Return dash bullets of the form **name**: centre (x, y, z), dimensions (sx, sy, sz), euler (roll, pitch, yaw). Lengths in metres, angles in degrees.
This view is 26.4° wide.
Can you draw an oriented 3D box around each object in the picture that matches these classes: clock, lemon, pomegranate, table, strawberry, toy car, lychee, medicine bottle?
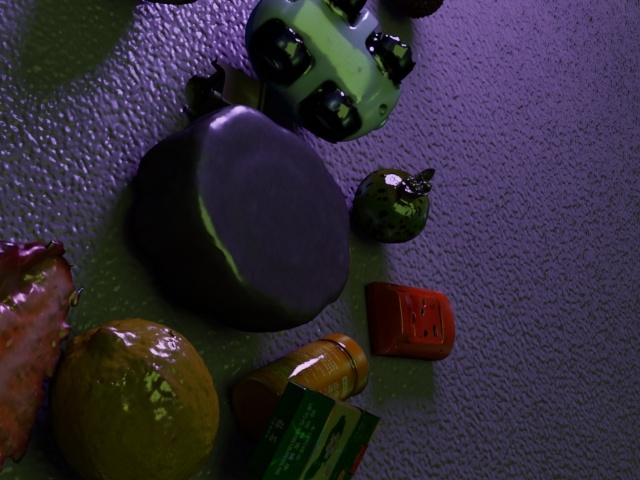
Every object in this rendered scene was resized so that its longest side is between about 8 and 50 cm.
- **clock**: centre (0.144, 0.123, 2.104), dimensions (0.155, 0.061, 0.113), euler (11, 68, -48)
- **lemon**: centre (-0.215, 0.193, 1.580), dimensions (0.192, 0.192, 0.231), euler (-57, 137, -42)
- **pomegranate**: centre (0.119, -0.061, 2.073), dimensions (0.122, 0.161, 0.122), euler (17, 55, -26)
- **table**: centre (-0.135, -0.193, 1.890), dimensions (0.082, 0.083, 0.070), euler (27, 54, -32)
- **strawberry**: centre (-0.399, 0.088, 1.457), dimensions (0.253, 0.150, 0.280), euler (60, 35, -45)
- **toy car**: centre (-0.004, -0.260, 1.981), dimensions (0.255, 0.190, 0.188), euler (48, 69, -19)
- **lychee**: centre (0.163, -0.436, 2.280), dimensions (0.123, 0.123, 0.129), euler (4, 109, -47)
- **medicine bottle**: centre (-0.026, 0.198, 1.860), dimensions (0.192, 0.096, 0.096), euler (-21, 92, -50)

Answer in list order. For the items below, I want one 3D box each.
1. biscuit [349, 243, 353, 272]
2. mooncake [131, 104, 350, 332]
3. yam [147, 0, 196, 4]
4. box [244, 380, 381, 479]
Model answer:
- **biscuit**: centre (0.000, 0.000, 2.018), dimensions (0.147, 0.018, 0.071), euler (43, 46, -28)
- **mooncake**: centre (-0.103, -0.024, 1.810), dimensions (0.306, 0.154, 0.306), euler (18, 65, -44)
- **yam**: centre (-0.194, -0.451, 1.859), dimensions (0.161, 0.161, 0.268), euler (37, 51, -34)
- **box**: centre (-0.005, 0.270, 1.812), dimensions (0.132, 0.034, 0.235), euler (-64, 149, -4)
